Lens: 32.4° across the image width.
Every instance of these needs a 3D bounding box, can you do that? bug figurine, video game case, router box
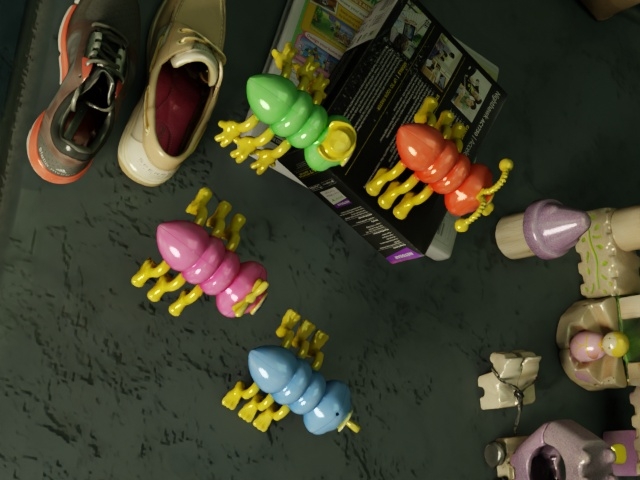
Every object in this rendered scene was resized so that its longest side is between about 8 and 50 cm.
[{"bbox_3d":[0.000,0.000,0.776,0.216,0.072,0.279,34,86,-21],"label":"bug figurine"},{"bbox_3d":[0.048,-0.113,0.919,0.212,0.023,0.193,28,66,-26],"label":"video game case"},{"bbox_3d":[0.063,-0.092,0.880,0.133,0.046,0.179,42,61,-20],"label":"router box"}]

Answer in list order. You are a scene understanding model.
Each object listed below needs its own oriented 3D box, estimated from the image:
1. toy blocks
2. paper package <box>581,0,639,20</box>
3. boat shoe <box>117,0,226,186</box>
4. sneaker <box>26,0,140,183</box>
[{"bbox_3d":[0.329,0.078,0.930,0.308,0.260,0.289,1,81,-35],"label":"toy blocks"},{"bbox_3d":[0.283,-0.435,1.058,0.325,0.168,0.309,42,61,-20],"label":"paper package"},{"bbox_3d":[-0.095,-0.121,0.799,0.063,0.059,0.170,23,69,-29],"label":"boat shoe"},{"bbox_3d":[-0.149,-0.114,0.756,0.061,0.065,0.158,22,69,-29],"label":"sneaker"}]
